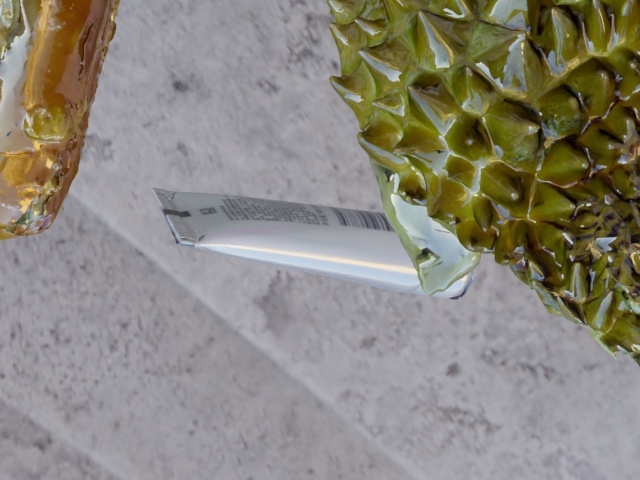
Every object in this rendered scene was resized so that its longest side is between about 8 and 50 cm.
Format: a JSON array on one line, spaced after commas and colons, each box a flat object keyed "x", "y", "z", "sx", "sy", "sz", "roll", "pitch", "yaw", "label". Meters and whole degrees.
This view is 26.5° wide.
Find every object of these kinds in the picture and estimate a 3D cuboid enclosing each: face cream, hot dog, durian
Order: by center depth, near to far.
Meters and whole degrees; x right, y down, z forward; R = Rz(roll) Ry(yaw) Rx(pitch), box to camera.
[{"x": 0.099, "y": -0.070, "z": 0.566, "sx": 0.172, "sy": 0.306, "sz": 0.166, "roll": -10, "pitch": 125, "yaw": 16, "label": "durian"}, {"x": -0.129, "y": -0.129, "z": 0.640, "sx": 0.072, "sy": 0.115, "sz": 0.269, "roll": 12, "pitch": 89, "yaw": -5, "label": "hot dog"}, {"x": 0.000, "y": 0.000, "z": 0.997, "sx": 0.243, "sy": 0.092, "sz": 0.058, "roll": 10, "pitch": 110, "yaw": -24, "label": "face cream"}]
